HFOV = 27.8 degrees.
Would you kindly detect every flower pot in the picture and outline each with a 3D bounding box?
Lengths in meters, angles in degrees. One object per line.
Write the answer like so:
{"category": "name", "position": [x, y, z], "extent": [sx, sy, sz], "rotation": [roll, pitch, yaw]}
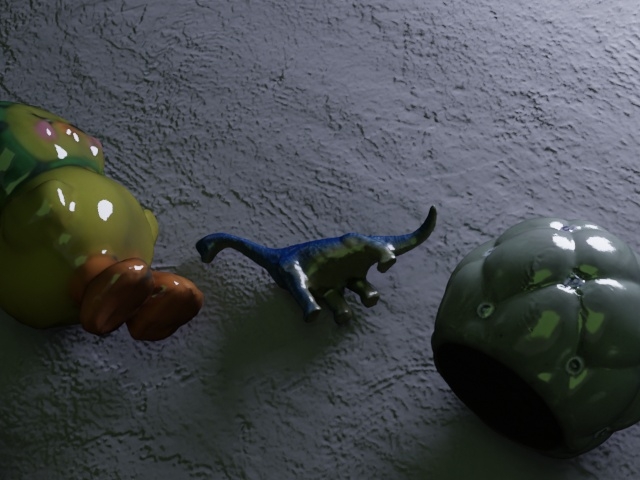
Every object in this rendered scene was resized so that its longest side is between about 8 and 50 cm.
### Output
{"category": "flower pot", "position": [0.241, 0.095, 1.334], "extent": [0.246, 0.246, 0.195], "rotation": [38, 66, 19]}

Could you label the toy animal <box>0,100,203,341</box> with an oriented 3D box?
{"category": "toy animal", "position": [-0.301, -0.009, 1.451], "extent": [0.191, 0.216, 0.338], "rotation": [-47, 65, 13]}

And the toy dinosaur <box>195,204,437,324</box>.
{"category": "toy dinosaur", "position": [0.000, 0.000, 1.491], "extent": [0.247, 0.075, 0.188], "rotation": [-36, 60, -5]}
